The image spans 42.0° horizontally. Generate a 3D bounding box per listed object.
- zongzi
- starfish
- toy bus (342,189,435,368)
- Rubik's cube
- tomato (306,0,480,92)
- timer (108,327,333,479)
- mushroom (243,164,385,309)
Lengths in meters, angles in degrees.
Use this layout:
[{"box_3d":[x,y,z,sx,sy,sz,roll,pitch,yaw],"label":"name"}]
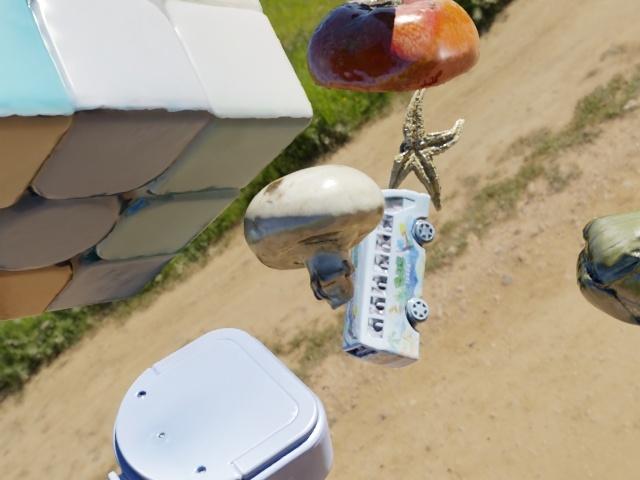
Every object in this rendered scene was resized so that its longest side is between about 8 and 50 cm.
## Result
[{"box_3d":[0.498,0.112,1.087,0.322,0.361,0.160,-5,34,9],"label":"zongzi"},{"box_3d":[0.228,-0.195,1.755,0.050,0.138,0.248,-149,75,-75],"label":"starfish"},{"box_3d":[0.124,0.062,1.537,0.109,0.136,0.330,144,137,-59],"label":"toy bus"},{"box_3d":[-0.280,-0.146,0.707,0.344,0.346,0.347,-38,69,41],"label":"Rubik's cube"},{"box_3d":[0.094,-0.277,1.122,0.236,0.095,0.237,-6,28,3],"label":"tomato"},{"box_3d":[-0.198,0.363,1.505,0.394,0.173,0.395,-7,38,5],"label":"timer"},{"box_3d":[0.000,0.000,0.477,0.085,0.085,0.079,-23,72,26],"label":"mushroom"}]
